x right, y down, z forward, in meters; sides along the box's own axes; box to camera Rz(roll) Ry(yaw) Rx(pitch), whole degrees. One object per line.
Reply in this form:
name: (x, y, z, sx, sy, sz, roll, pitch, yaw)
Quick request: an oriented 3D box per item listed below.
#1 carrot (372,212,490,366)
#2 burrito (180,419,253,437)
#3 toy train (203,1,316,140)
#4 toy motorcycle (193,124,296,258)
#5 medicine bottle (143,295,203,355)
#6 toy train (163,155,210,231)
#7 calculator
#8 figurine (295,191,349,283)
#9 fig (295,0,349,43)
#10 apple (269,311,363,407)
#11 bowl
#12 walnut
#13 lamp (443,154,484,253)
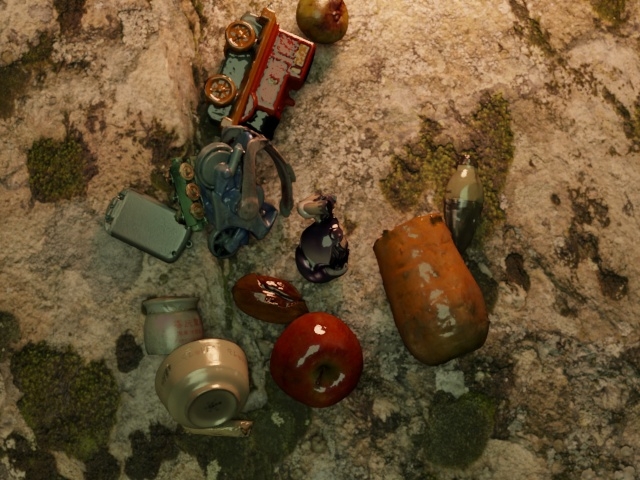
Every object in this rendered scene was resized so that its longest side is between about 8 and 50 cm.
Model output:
carrot: (0.267, 0.125, 1.634, 0.224, 0.224, 0.340, -23, 79, 0)
burrito: (-0.265, 0.476, 1.715, 0.186, 0.041, 0.045, 4, 129, 1)
toy train: (-0.155, -0.421, 1.706, 0.232, 0.163, 0.369, 20, 87, -6)
toy motorcycle: (-0.173, -0.109, 1.630, 0.241, 0.182, 0.319, -7, 125, -5)
medicine bottle: (-0.367, 0.210, 1.678, 0.147, 0.147, 0.143, -4, 85, 1)
toy train: (-0.318, -0.121, 1.708, 0.081, 0.125, 0.194, -15, 93, 40)
calculator: (-0.441, -0.038, 1.743, 0.246, 0.045, 0.141, 25, 88, 3)
figurine: (0.000, 0.000, 1.679, 0.145, 0.145, 0.222, -12, 104, 1)
fig: (0.005, -0.578, 1.724, 0.136, 0.121, 0.153, 5, 63, -35)
apple: (-0.009, 0.286, 1.637, 0.230, 0.230, 0.229, 0, 87, 1)
bowl: (-0.273, 0.364, 1.618, 0.238, 0.126, 0.237, -11, 123, -17)
walnut: (-0.125, 0.149, 1.694, 0.207, 0.116, 0.115, 20, 87, 3)
lamp: (0.360, -0.091, 1.700, 0.101, 0.101, 0.250, 9, 90, 2)
